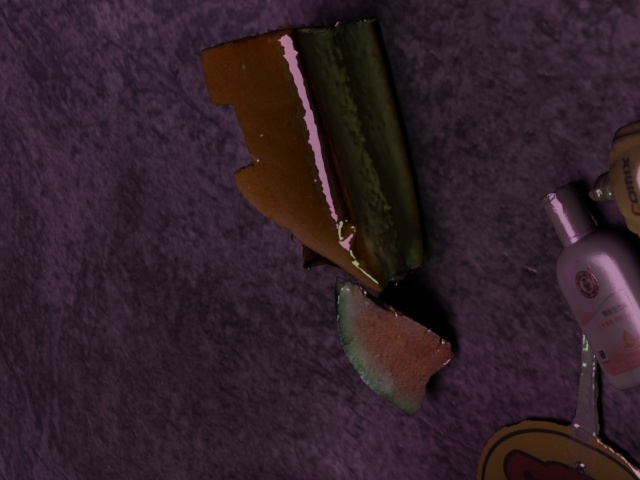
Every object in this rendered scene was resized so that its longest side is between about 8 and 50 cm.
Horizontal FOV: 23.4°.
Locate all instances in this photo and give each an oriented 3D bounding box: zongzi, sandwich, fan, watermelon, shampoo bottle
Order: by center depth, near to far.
[{"bbox_3d":[0.221,0.033,1.201,0.080,0.040,0.165,-31,85,53],"label":"shampoo bottle"},{"bbox_3d":[0.221,0.217,1.315,0.229,0.011,0.335,22,124,41],"label":"fan"},{"bbox_3d":[0.004,-0.074,1.330,0.128,0.122,0.236,-2,107,47],"label":"sandwich"},{"bbox_3d":[0.051,0.072,1.373,0.080,0.155,0.101,-37,45,25],"label":"watermelon"},{"bbox_3d":[0.000,0.000,1.413,0.067,0.073,0.083,-10,102,33],"label":"zongzi"}]

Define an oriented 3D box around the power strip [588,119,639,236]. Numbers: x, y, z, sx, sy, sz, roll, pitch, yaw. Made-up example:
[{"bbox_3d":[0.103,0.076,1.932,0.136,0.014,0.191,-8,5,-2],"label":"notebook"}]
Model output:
[{"bbox_3d":[0.325,-0.059,1.017,0.387,0.066,0.092,-10,98,51],"label":"power strip"}]
